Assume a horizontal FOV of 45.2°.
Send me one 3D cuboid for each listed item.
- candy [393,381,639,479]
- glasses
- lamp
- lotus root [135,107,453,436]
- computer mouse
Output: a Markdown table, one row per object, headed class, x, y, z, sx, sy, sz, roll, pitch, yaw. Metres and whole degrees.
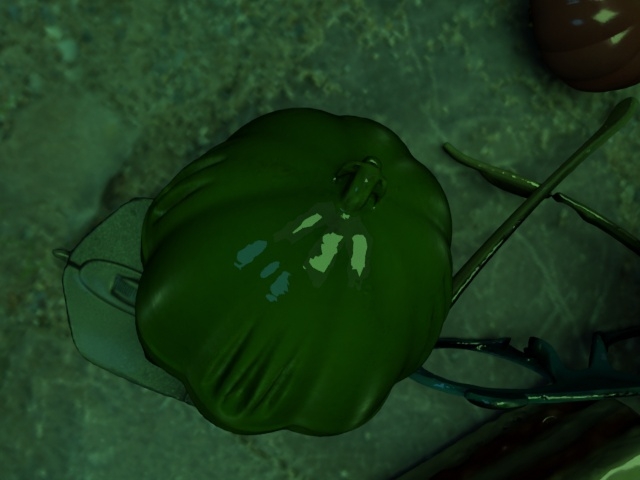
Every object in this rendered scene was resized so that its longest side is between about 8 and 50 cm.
| class | x | y | z | sx | sy | sz | roll | pitch | yaw |
| --- | --- | --- | --- | --- | --- | --- | --- | --- | --- |
| candy | 0.093 | 0.249 | 0.498 | 0.320 | 0.135 | 0.179 | -31 | 101 | -2 |
| glasses | 0.164 | 0.014 | 0.518 | 0.239 | 0.102 | 0.207 | 0 | 69 | -8 |
| lamp | 0.177 | -0.147 | 0.481 | 0.107 | 0.092 | 0.108 | -1 | 91 | -43 |
| lotus root | 0.000 | 0.000 | 0.383 | 0.186 | 0.186 | 0.186 | -1 | 97 | -9 |
| computer mouse | -0.060 | 0.049 | 0.480 | 0.228 | 0.068 | 0.113 | 20 | 92 | -11 |
